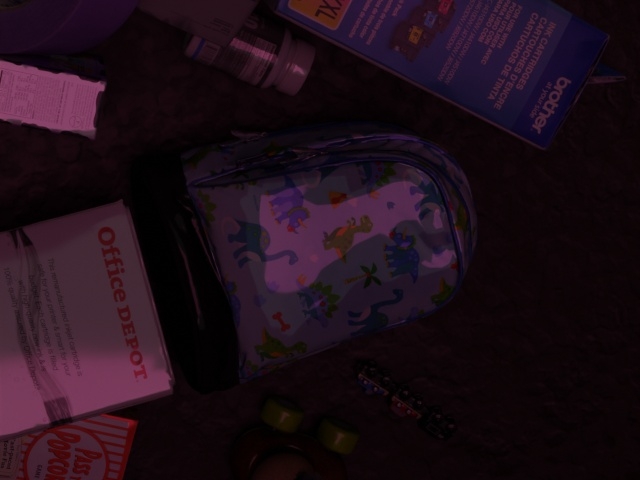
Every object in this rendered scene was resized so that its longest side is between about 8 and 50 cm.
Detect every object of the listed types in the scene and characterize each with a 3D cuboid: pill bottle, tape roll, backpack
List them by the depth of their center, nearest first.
[{"bbox_3d":[-0.299,-0.331,1.682,0.275,0.090,0.274,3,96,35],"label":"tape roll"},{"bbox_3d":[0.000,0.000,1.834,0.356,0.273,0.290,-15,99,-19],"label":"backpack"},{"bbox_3d":[-0.080,-0.219,1.837,0.137,0.078,0.078,22,98,-15],"label":"pill bottle"}]

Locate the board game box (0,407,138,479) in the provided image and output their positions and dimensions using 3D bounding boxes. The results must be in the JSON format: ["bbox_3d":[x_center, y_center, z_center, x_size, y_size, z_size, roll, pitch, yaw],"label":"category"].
[{"bbox_3d":[-0.328,0.254,1.920,0.194,0.045,0.146,13,100,-13],"label":"board game box"}]

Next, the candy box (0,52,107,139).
[{"bbox_3d":[-0.335,-0.174,1.756,0.196,0.165,0.070,10,103,-11],"label":"candy box"}]

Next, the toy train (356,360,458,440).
[{"bbox_3d":[0.102,0.199,1.995,0.158,0.027,0.036,36,105,-16],"label":"toy train"}]

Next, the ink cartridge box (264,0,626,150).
[{"bbox_3d":[0.136,-0.240,1.771,0.395,0.270,0.151,27,100,-15],"label":"ink cartridge box"}]

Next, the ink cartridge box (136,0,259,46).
[{"bbox_3d":[-0.085,-0.352,1.675,0.117,0.278,0.201,21,70,-12],"label":"ink cartridge box"}]

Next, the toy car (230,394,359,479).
[{"bbox_3d":[-0.028,0.295,1.909,0.149,0.188,0.155,22,98,-14],"label":"toy car"}]

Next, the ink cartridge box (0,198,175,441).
[{"bbox_3d":[-0.335,0.105,1.813,0.308,0.129,0.223,-15,86,-6],"label":"ink cartridge box"}]
